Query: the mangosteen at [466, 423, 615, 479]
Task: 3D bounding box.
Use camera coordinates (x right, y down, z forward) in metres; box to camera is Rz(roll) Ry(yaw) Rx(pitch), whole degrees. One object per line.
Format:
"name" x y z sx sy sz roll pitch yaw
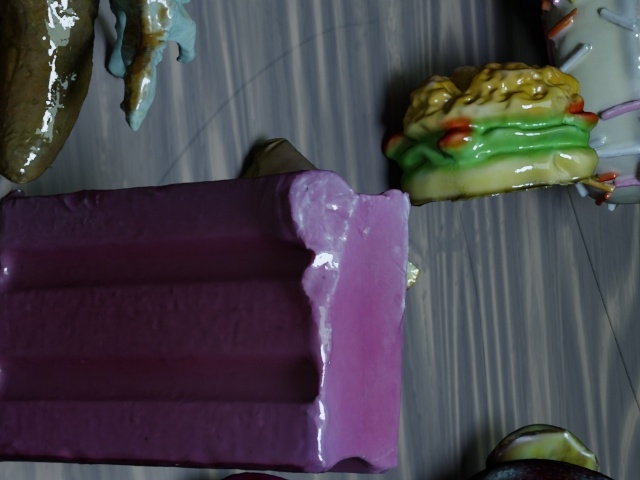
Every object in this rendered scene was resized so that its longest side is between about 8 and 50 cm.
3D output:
"mangosteen" 0.250 0.376 2.058 0.330 0.330 0.330 4 85 -54

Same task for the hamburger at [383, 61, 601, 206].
"hamburger" 0.184 -0.120 2.055 0.237 0.237 0.149 -12 95 -53

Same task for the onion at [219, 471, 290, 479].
"onion" -0.072 0.303 1.776 0.173 0.198 0.135 8 41 -37

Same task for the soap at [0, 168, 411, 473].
"soap" -0.107 0.070 1.523 0.128 0.359 0.233 13 78 -52

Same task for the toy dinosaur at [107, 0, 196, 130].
"toy dinosaur" -0.152 -0.246 1.647 0.205 0.092 0.393 89 0 -69

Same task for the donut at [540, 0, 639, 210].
"donut" 0.345 -0.210 2.245 0.382 0.142 0.383 -9 90 -80

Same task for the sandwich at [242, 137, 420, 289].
"sandwich" 0.000 0.000 1.822 0.108 0.186 0.220 49 51 -44

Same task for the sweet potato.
"sweet potato" -0.237 -0.221 1.586 0.114 0.092 0.342 -8 94 -37
